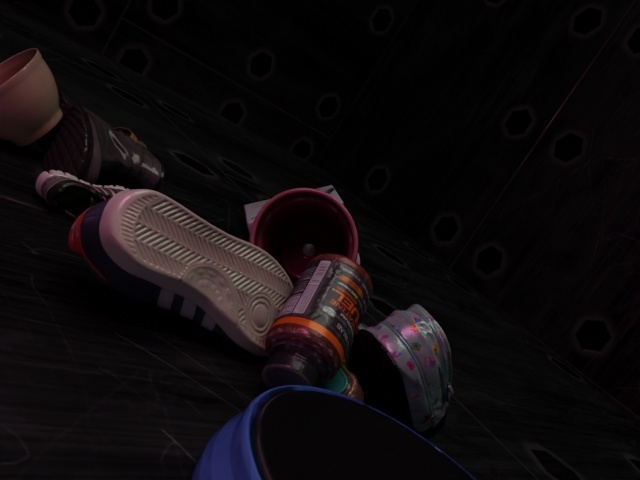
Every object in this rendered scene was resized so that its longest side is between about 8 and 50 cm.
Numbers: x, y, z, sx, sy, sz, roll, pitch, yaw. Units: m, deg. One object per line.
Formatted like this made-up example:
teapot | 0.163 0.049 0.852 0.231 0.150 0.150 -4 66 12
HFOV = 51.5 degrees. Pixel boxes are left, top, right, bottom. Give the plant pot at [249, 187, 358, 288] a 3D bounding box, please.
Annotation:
plant pot | -0.026 0.014 1.276 0.201 0.201 0.180 34 -4 7

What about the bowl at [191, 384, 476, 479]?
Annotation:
bowl | 0.069 0.278 0.620 0.391 0.077 0.391 31 10 -6

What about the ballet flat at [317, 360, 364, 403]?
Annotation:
ballet flat | 0.006 0.184 0.941 0.067 0.073 0.206 58 0 -29

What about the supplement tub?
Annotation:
supplement tub | -0.006 0.115 0.881 0.106 0.106 0.198 32 47 -3

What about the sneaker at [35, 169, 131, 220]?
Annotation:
sneaker | -0.334 -0.052 0.988 0.170 0.063 0.075 19 16 -34

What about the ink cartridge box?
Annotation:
ink cartridge box | -0.067 -0.077 1.554 0.223 0.045 0.224 -13 19 -5

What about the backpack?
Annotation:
backpack | 0.116 0.178 0.929 0.152 0.115 0.182 38 -29 42

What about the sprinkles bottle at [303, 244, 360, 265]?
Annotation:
sprinkles bottle | 0.000 0.000 1.554 0.121 0.121 0.355 29 11 -16

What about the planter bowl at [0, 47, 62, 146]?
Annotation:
planter bowl | -0.500 -0.224 1.094 0.109 0.162 0.162 59 -6 -35

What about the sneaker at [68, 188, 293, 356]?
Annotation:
sneaker | -0.172 0.050 0.874 0.148 0.131 0.350 -7 -36 37

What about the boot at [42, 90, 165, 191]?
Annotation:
boot | -0.373 -0.150 1.196 0.223 0.118 0.338 31 14 -36

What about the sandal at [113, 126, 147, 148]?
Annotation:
sandal | -0.448 -0.230 1.485 0.072 0.049 0.180 37 12 23

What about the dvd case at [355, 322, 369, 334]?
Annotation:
dvd case | 0.106 0.196 1.264 0.087 0.013 0.119 31 12 -8
